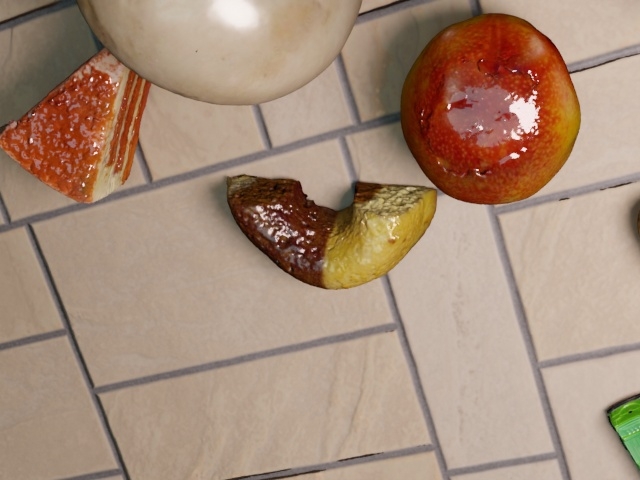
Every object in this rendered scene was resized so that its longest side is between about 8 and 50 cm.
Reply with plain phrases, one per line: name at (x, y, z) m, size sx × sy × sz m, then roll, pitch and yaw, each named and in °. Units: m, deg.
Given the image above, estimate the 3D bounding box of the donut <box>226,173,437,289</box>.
donut at (0.000, 0.000, 1.333) m, size 0.295 × 0.112 × 0.151 m, roll 6°, pitch 106°, yaw 13°

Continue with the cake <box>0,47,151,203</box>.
cake at (-0.276, -0.166, 1.324) m, size 0.262 × 0.158 × 0.160 m, roll -33°, pitch 100°, yaw 20°

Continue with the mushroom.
mushroom at (-0.129, -0.323, 1.170) m, size 0.362 × 0.362 × 0.294 m, roll 49°, pitch 147°, yaw -4°

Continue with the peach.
peach at (0.201, -0.156, 1.177) m, size 0.231 × 0.231 × 0.231 m, roll 4°, pitch 108°, yaw 12°

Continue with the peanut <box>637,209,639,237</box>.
peanut at (0.485, 0.030, 1.237) m, size 0.226 × 0.095 × 0.108 m, roll 39°, pitch 127°, yaw -5°

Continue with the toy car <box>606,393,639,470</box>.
toy car at (0.455, 0.289, 1.338) m, size 0.071 × 0.062 × 0.165 m, roll -29°, pitch 98°, yaw 19°
